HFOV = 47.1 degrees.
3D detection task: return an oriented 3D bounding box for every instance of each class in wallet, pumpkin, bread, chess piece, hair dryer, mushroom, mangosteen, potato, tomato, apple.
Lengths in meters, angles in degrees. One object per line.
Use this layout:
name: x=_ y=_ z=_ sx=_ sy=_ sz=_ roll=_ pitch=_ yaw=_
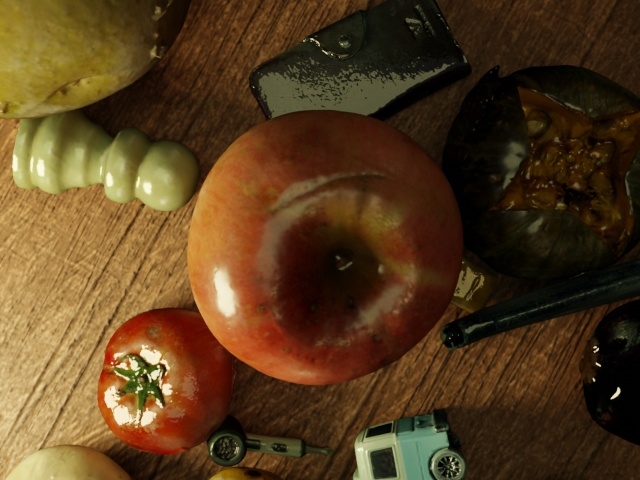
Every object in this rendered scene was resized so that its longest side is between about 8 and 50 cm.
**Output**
wallet: x=0.058 y=-0.256 z=1.122 sx=0.318 sy=0.045 sz=0.172 roll=-28 pitch=90 yaw=0
pumpkin: x=0.322 y=-0.092 z=1.030 sx=0.321 sy=0.192 sz=0.320 roll=1 pitch=86 yaw=-7
bread: x=0.197 y=0.053 z=1.109 sx=0.132 sy=0.053 sz=0.074 roll=34 pitch=90 yaw=4
chess piece: x=-0.306 y=-0.119 z=1.093 sx=0.252 sy=0.144 sz=0.144 roll=13 pitch=90 yaw=-3
hair dryer: x=-0.073 y=0.308 z=1.104 sx=0.198 sy=0.100 sz=0.056 roll=9 pitch=90 yaw=-13
wallet: x=0.358 y=0.082 z=1.034 sx=0.379 sy=0.190 sz=0.046 roll=-17 pitch=75 yaw=-1
mushroom: x=-0.373 y=0.419 z=1.051 sx=0.246 sy=0.202 sz=0.245 roll=-1 pitch=79 yaw=5
mangosteen: x=0.483 y=0.185 z=1.018 sx=0.243 sy=0.243 sz=0.242 roll=0 pitch=89 yaw=2
potato: x=-0.373 y=-0.330 z=0.984 sx=0.442 sy=0.385 sz=0.319 roll=-30 pitch=99 yaw=-8
tomato: x=-0.236 y=0.202 z=1.067 sx=0.225 sy=0.085 sz=0.224 roll=-5 pitch=71 yaw=16
apple: x=0.000 y=0.000 z=0.981 sx=0.364 sy=0.364 sz=0.363 roll=0 pitch=89 yaw=2

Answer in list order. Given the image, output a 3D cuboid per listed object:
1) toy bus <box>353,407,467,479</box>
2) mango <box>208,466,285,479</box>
toy bus: x=0.142 y=0.399 z=1.069 sx=0.165 sy=0.133 sz=0.271 roll=-11 pitch=86 yaw=7
mango: x=-0.081 y=0.477 z=1.070 sx=0.193 sy=0.146 sz=0.316 roll=-18 pitch=99 yaw=5
